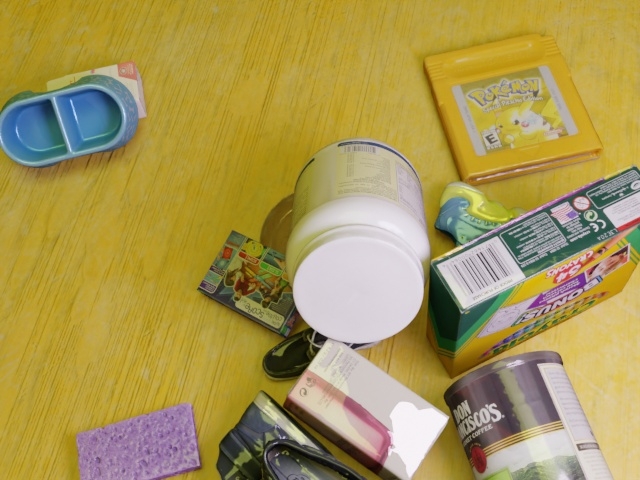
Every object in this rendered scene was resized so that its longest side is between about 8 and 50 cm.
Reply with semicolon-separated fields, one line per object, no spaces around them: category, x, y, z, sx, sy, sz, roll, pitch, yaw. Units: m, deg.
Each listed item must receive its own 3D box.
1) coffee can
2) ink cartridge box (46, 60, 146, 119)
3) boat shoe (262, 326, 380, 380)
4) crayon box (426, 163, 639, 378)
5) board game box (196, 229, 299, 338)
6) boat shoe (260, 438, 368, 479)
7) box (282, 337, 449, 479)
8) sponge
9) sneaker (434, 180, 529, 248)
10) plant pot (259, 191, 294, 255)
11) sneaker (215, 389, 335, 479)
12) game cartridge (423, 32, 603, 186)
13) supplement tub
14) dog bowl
coffee can;0.333;0.338;1.261;0.202;0.201;0.275;-17;62;-2
ink cartridge box;-0.491;-0.311;1.777;0.198;0.067;0.115;-12;62;-2
boat shoe;0.000;0.179;1.455;0.233;0.079;0.084;-22;62;-3
crayon box;0.357;0.063;1.340;0.363;0.313;0.106;-25;62;-7
board game box;-0.116;0.079;1.515;0.201;0.035;0.136;25;79;27
boat shoe;0.038;0.406;1.198;0.127;0.113;0.340;-40;60;-17
box;0.068;0.280;1.323;0.232;0.148;0.127;35;72;6
sponge;-0.317;0.368;1.416;0.210;0.031;0.117;-15;62;-2
sneaker;0.324;-0.013;1.528;0.240;0.091;0.126;27;87;18
plant pot;0.000;0.000;1.575;0.236;0.032;0.236;-2;63;5
sneaker;-0.069;0.386;1.353;0.226;0.086;0.163;39;81;14
game cartridge;0.388;-0.279;1.669;0.285;0.052;0.323;-13;62;-1
supplement tub;0.062;-0.006;1.355;0.235;0.235;0.325;-3;32;5
dog bowl;-0.532;-0.244;1.688;0.297;0.074;0.166;-14;106;-2
